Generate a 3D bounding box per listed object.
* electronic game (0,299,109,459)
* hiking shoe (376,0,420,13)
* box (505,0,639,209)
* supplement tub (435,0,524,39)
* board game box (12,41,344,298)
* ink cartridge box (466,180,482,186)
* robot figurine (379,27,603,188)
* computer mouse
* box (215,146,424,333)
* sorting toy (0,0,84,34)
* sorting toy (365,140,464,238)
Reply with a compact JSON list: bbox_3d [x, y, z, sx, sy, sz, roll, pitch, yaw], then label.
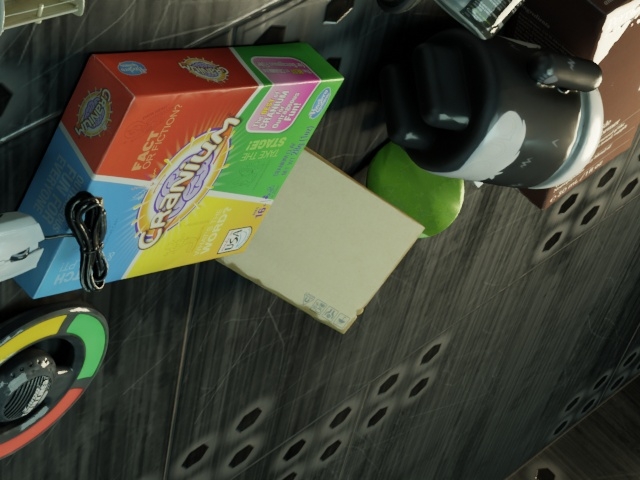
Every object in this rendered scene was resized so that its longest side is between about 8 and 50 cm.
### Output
[{"bbox_3d":[-0.314,0.152,1.659,0.229,0.048,0.229,-38,156,-21],"label":"electronic game"},{"bbox_3d":[0.051,-0.301,1.526,0.114,0.086,0.227,-23,145,-18],"label":"hiking shoe"},{"bbox_3d":[0.336,-0.234,2.034,0.191,0.143,0.381,-34,153,-26],"label":"box"},{"bbox_3d":[0.195,-0.316,1.678,0.190,0.117,0.117,-49,157,5],"label":"supplement tub"},{"bbox_3d":[-0.142,-0.075,1.561,0.316,0.064,0.242,-13,141,-52],"label":"board game box"},{"bbox_3d":[0.194,-0.104,2.070,0.048,0.083,0.028,-43,120,-7],"label":"ink cartridge box"},{"bbox_3d":[0.199,-0.153,1.843,0.278,0.209,0.174,7,106,-37],"label":"robot figurine"},{"bbox_3d":[-0.279,0.012,1.403,0.193,0.042,0.106,-7,133,-20],"label":"computer mouse"},{"bbox_3d":[0.000,0.000,1.839,0.201,0.021,0.164,32,101,-30],"label":"box"},{"bbox_3d":[-0.224,-0.207,1.238,0.083,0.045,0.075,-23,141,-42],"label":"sorting toy"},{"bbox_3d":[0.083,-0.044,1.998,0.365,0.127,0.126,-42,-174,-17],"label":"sorting toy"}]
